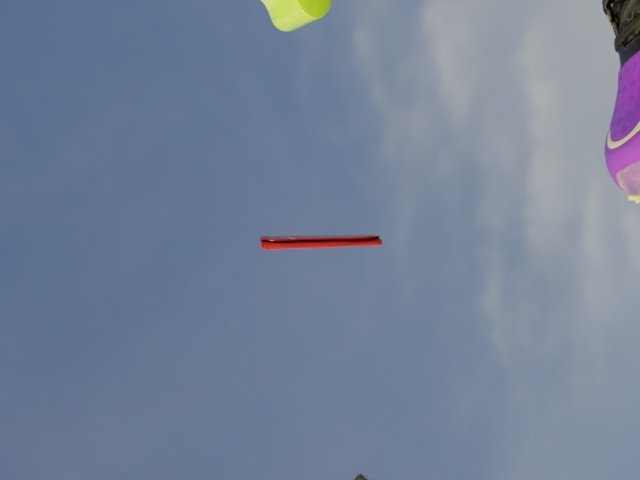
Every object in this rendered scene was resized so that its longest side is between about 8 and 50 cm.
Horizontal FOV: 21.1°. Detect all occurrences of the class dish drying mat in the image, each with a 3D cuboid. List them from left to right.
[{"bbox_3d":[0.000,0.000,1.193,0.032,0.083,0.008,-121,29,-83],"label":"dish drying mat"}]

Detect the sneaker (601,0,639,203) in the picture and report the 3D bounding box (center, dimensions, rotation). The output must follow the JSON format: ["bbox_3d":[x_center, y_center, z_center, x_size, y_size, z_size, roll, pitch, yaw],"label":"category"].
[{"bbox_3d":[0.201,-0.158,1.018,0.146,0.102,0.293,37,-124,-14],"label":"sneaker"}]

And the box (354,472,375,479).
[{"bbox_3d":[0.128,0.339,1.480,0.143,0.270,0.165,-59,-34,-5],"label":"box"}]

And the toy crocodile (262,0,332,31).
[{"bbox_3d":[-0.084,-0.288,1.089,0.105,0.115,0.341,-28,-78,-18],"label":"toy crocodile"}]
